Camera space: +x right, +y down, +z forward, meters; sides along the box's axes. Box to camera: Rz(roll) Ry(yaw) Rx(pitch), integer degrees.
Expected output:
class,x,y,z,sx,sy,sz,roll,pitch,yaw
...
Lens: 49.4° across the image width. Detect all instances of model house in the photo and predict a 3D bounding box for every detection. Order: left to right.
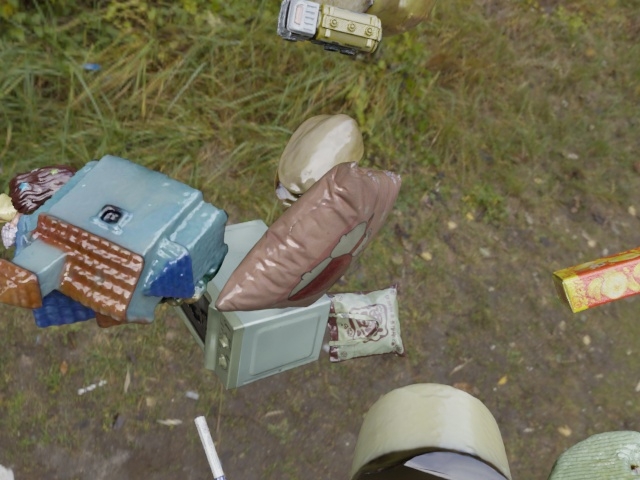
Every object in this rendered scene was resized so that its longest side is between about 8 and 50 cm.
class,x,y,z,sx,sy,sz,roll,pitch,yaw
model house,-0.361,0.055,1.150,0.295,0.252,0.329,22,41,12

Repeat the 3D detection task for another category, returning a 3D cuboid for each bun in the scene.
class,x,y,z,sx,sy,sz,roll,pitch,yaw
bun,0.440,0.379,1.024,0.212,0.204,0.126,-30,102,-40

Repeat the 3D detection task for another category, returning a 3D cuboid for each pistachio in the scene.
class,x,y,z,sx,sy,sz,roll,pitch,yaw
pistachio,-0.004,-0.143,1.224,0.131,0.129,0.206,31,59,15

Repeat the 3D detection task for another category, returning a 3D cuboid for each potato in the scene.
class,x,y,z,sx,sy,sz,roll,pitch,yaw
potato,0.135,-0.517,1.383,0.237,0.301,0.289,9,85,-35

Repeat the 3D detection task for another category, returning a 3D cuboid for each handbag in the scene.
class,x,y,z,sx,sy,sz,roll,pitch,yaw
handbag,0.129,0.240,1.999,0.235,0.127,0.213,-4,85,-16

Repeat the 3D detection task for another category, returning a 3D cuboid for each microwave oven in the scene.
class,x,y,z,sx,sy,sz,roll,pitch,yaw
microwave oven,-0.181,0.148,1.665,0.286,0.218,0.355,-13,41,-32

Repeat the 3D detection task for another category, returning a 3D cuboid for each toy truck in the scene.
class,x,y,z,sx,sy,sz,roll,pitch,yaw
toy truck,0.012,-0.267,0.868,0.123,0.052,0.063,8,7,-19

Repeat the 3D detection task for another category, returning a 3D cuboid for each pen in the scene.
class,x,y,z,sx,sy,sz,roll,pitch,yaw
pen,-0.241,0.493,1.566,0.025,0.025,0.204,-13,69,-29

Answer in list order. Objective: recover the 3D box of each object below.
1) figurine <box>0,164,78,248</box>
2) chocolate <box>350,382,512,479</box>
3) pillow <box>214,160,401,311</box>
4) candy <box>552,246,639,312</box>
class,x,y,z,sx,sy,sz,roll,pitch,yaw
figurine,-0.581,-0.073,1.381,0.240,0.116,0.175,-23,18,6
chocolate,0.210,0.416,1.328,0.314,0.326,0.297,15,44,-4
pillow,0.000,0.000,0.829,0.084,0.236,0.223,44,18,17
candy,0.717,0.087,1.681,0.276,0.146,0.088,-18,91,8
